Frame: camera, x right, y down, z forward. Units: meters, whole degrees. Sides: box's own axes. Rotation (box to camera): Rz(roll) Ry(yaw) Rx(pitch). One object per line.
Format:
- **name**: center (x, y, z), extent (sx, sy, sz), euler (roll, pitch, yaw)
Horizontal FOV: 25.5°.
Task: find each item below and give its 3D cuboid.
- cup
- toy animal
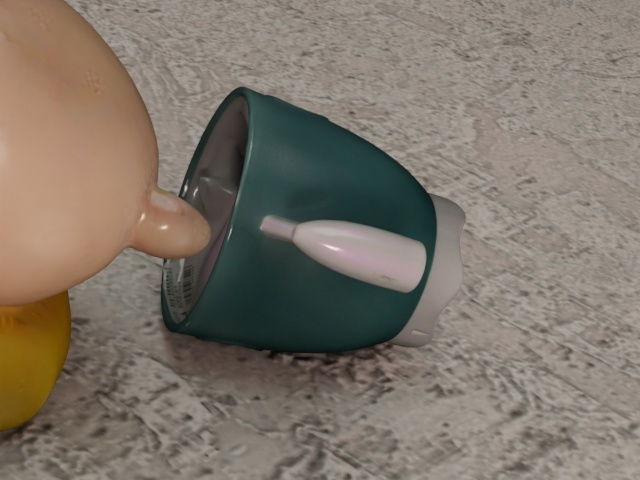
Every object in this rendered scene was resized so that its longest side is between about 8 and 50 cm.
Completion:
- **cup**: center (0.000, 0.000, 0.954), extent (0.173, 0.167, 0.299), euler (15, 0, -19)
- **toy animal**: center (-0.227, -0.088, 0.791), extent (0.345, 0.247, 0.277), euler (35, 33, -23)
